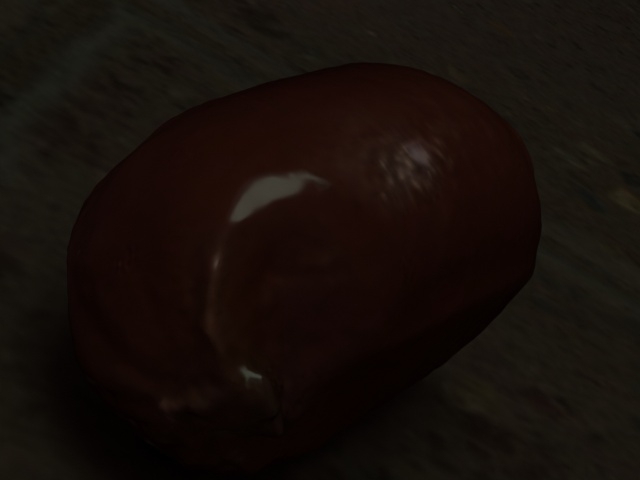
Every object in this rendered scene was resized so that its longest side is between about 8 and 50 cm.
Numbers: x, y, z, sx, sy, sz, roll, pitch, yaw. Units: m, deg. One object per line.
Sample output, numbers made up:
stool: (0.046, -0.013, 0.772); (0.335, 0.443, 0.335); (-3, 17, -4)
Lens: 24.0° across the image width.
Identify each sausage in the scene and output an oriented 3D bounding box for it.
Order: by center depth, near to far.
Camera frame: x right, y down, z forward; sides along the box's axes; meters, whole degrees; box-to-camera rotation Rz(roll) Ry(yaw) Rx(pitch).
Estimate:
sausage: (0.000, 0.000, 0.612); (0.148, 0.148, 0.254); (41, 27, 20)
